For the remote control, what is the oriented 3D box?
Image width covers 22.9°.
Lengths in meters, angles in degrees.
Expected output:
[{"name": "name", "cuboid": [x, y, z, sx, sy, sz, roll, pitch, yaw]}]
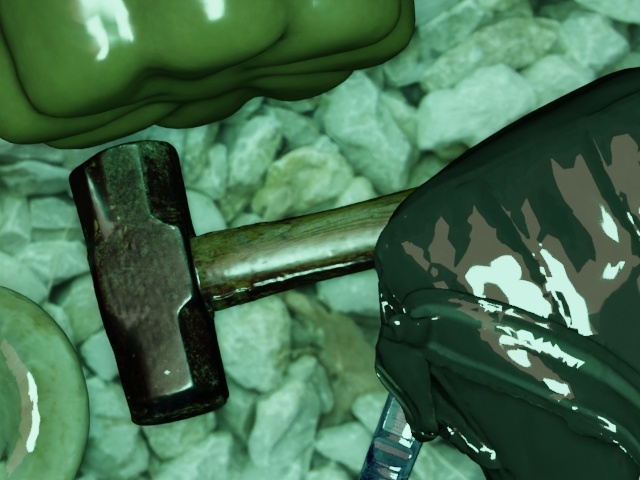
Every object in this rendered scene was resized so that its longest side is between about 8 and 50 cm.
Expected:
[{"name": "remote control", "cuboid": [0.059, 0.184, 1.329, 0.044, 0.027, 0.152, 19, 83, 20]}]

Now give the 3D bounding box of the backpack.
[{"name": "backpack", "cuboid": [0.254, 0.104, 1.176, 0.363, 0.255, 0.445, -30, 89, 5]}]

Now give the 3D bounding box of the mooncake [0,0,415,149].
[{"name": "mooncake", "cuboid": [-0.109, -0.198, 1.269, 0.378, 0.378, 0.200, -18, 83, 10]}]

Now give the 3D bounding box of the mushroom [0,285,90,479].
[{"name": "mushroom", "cuboid": [-0.324, 0.145, 1.325, 0.244, 0.243, 0.243, -2, 79, 13]}]

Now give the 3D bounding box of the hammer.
[{"name": "hammer", "cuboid": [0.000, 0.000, 1.346, 0.409, 0.095, 0.242, -14, 77, 8]}]
